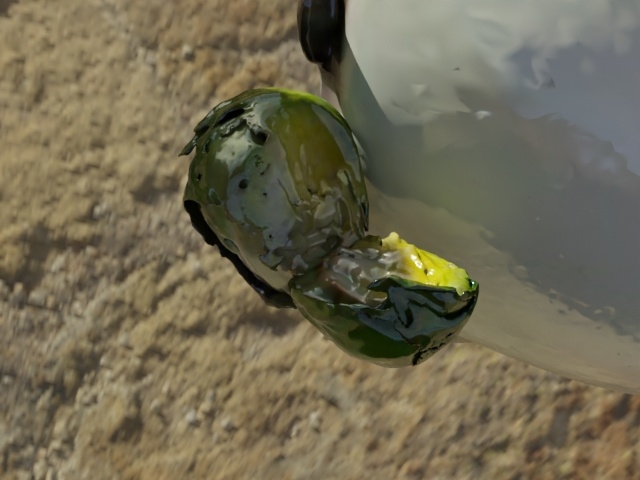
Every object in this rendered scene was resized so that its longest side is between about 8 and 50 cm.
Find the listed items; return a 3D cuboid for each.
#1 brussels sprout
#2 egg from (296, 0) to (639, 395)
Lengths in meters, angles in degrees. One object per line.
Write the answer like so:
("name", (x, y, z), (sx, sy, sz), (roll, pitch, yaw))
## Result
("brussels sprout", (0.001, 0.001, 0.408), (0.046, 0.051, 0.083), (-30, 64, -17))
("egg", (0.134, -0.086, 0.473), (0.174, 0.264, 0.286), (18, 92, 30))
